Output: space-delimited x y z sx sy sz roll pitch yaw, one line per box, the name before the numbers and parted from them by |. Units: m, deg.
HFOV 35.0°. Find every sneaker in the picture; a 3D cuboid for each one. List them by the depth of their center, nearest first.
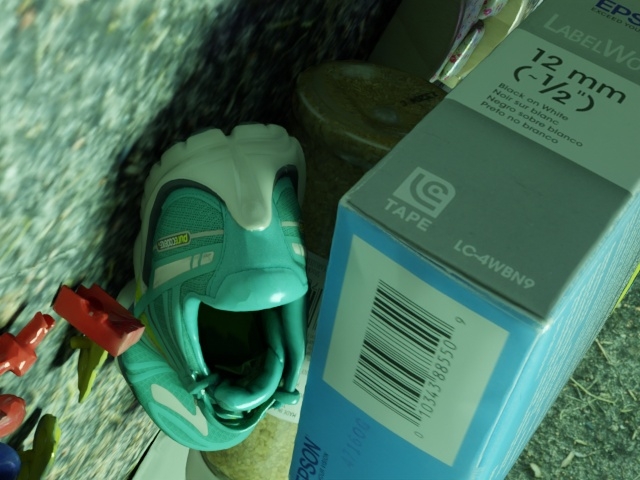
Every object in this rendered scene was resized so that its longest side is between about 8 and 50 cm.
sneaker | -0.059 0.057 0.553 0.107 0.110 0.275 -8 148 -14

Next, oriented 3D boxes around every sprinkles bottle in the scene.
sprinkles bottle | -0.004 0.056 0.709 0.121 0.121 0.355 -44 157 -53

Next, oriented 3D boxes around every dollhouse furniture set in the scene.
dollhouse furniture set | 0.137 -0.143 0.714 0.355 0.174 0.303 -59 170 29

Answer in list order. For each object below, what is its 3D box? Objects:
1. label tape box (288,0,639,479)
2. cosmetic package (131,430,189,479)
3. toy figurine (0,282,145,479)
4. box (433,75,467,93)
label tape box | 0.131 -0.008 0.600 0.347 0.115 0.249 -47 158 -37
cosmetic package | -0.060 0.375 1.183 0.329 0.327 0.394 -56 171 12
toy figurine | -0.135 0.228 0.524 0.362 0.217 0.191 -59 171 24
box | 0.109 -0.039 0.995 0.247 0.142 0.163 -53 -171 -13
